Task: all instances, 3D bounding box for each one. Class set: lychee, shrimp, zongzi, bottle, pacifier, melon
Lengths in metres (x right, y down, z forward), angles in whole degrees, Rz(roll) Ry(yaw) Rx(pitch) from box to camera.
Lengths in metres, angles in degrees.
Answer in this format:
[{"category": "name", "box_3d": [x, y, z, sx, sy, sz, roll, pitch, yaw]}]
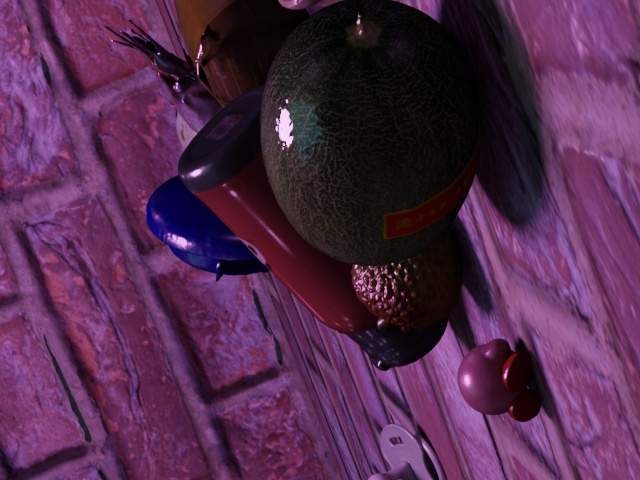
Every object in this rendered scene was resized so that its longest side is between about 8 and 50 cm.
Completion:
[{"category": "lychee", "box_3d": [0.087, 0.032, 1.468, 0.114, 0.114, 0.146, -123, 35, -53]}, {"category": "shrimp", "box_3d": [-0.121, -0.193, 1.806, 0.343, 0.145, 0.116, 30, -175, -39]}, {"category": "zongzi", "box_3d": [-0.063, -0.203, 1.721, 0.289, 0.154, 0.317, -110, -1, -45]}, {"category": "bottle", "box_3d": [0.005, -0.001, 1.569, 0.336, 0.144, 0.144, 49, 179, -21]}, {"category": "pacifier", "box_3d": [0.120, 0.347, 2.161, 0.126, 0.116, 0.150, -9, 101, 56]}, {"category": "melon", "box_3d": [0.040, -0.089, 1.186, 0.288, 0.182, 0.182, 79, 166, -62]}]

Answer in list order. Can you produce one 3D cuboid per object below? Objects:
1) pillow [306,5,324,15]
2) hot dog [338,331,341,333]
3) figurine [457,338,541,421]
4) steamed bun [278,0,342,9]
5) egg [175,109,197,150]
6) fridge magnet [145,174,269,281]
[{"category": "pillow", "box_3d": [0.006, -0.244, 1.462, 0.150, 0.048, 0.090, -125, 17, -48]}, {"category": "hot dog", "box_3d": [0.000, 0.000, 1.937, 0.272, 0.122, 0.196, 60, -178, 32]}, {"category": "figurine", "box_3d": [0.164, 0.130, 1.395, 0.071, 0.067, 0.083, 27, 127, 47]}, {"category": "steamed bun", "box_3d": [-0.036, -0.291, 1.255, 0.218, 0.144, 0.211, 86, 159, -69]}, {"category": "egg", "box_3d": [-0.124, -0.177, 2.101, 0.231, 0.169, 0.169, -112, 3, -58]}, {"category": "fridge magnet", "box_3d": [-0.121, -0.035, 2.138, 0.265, 0.265, 0.113, -124, 32, -55]}]
